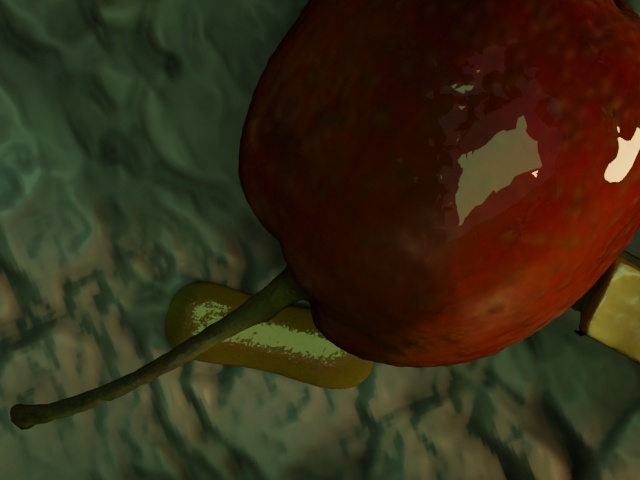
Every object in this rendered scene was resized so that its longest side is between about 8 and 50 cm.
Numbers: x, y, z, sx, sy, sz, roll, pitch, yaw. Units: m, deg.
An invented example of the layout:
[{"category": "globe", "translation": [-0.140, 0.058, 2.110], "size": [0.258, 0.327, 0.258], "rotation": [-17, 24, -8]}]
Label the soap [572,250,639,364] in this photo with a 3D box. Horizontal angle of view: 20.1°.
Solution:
[{"category": "soap", "translation": [0.210, 0.073, 0.736], "size": [0.252, 0.092, 0.037], "rotation": [29, 98, -8]}]

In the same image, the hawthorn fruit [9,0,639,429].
[{"category": "hawthorn fruit", "translation": [0.000, 0.000, 0.675], "size": [0.285, 0.165, 0.165], "rotation": [-38, 99, 2]}]

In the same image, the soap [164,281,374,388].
[{"category": "soap", "translation": [-0.020, 0.040, 0.748], "size": [0.089, 0.012, 0.034], "rotation": [12, 95, -7]}]
